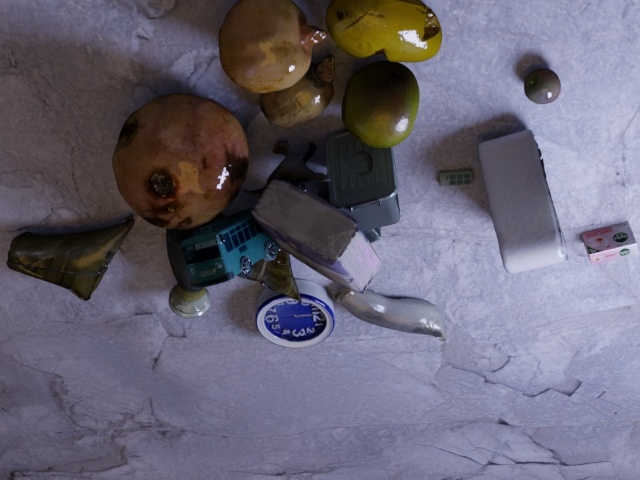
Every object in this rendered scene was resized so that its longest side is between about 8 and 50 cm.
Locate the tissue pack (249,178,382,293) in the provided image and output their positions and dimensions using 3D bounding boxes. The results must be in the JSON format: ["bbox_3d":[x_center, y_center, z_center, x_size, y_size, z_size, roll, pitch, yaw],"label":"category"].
[{"bbox_3d":[0.000,0.000,1.885,0.242,0.125,0.343,29,172,19],"label":"tissue pack"}]

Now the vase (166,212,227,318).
[{"bbox_3d":[-0.339,0.071,2.160,0.173,0.173,0.321,11,137,-9],"label":"vase"}]

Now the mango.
[{"bbox_3d":[0.137,-0.448,1.680,0.262,0.130,0.167,10,138,-14],"label":"mango"}]

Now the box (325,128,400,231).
[{"bbox_3d":[0.108,-0.142,1.903,0.163,0.243,0.135,-13,143,11],"label":"box"}]

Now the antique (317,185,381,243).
[{"bbox_3d":[0.079,-0.062,2.071,0.086,0.088,0.183,-27,128,25],"label":"antique"}]

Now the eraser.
[{"bbox_3d":[0.489,-0.057,1.917,0.150,0.331,0.331,-16,131,16],"label":"eraser"}]

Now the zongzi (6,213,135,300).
[{"bbox_3d":[-0.667,-0.001,2.132,0.260,0.123,0.289,25,119,-17],"label":"zongzi"}]

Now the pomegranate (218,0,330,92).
[{"bbox_3d":[-0.113,-0.408,1.674,0.207,0.207,0.207,1,133,1],"label":"pomegranate"}]

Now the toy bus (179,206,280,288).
[{"bbox_3d":[-0.216,0.013,1.939,0.128,0.256,0.147,-14,100,29],"label":"toy bus"}]

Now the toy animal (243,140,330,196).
[{"bbox_3d":[-0.088,-0.156,1.939,0.197,0.160,0.272,-1,158,-4],"label":"toy animal"}]

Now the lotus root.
[{"bbox_3d":[-0.043,-0.333,1.801,0.221,0.118,0.125,-28,144,28],"label":"lotus root"}]

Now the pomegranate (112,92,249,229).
[{"bbox_3d":[-0.320,-0.180,1.843,0.322,0.322,0.322,1,133,1],"label":"pomegranate"}]

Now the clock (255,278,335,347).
[{"bbox_3d":[-0.073,0.214,2.341,0.230,0.083,0.230,0,131,0],"label":"clock"}]

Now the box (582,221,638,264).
[{"bbox_3d":[0.762,0.008,2.123,0.125,0.089,0.043,-15,131,13],"label":"box"}]

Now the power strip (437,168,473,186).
[{"bbox_3d":[0.339,-0.157,2.023,0.090,0.016,0.040,-5,133,5],"label":"power strip"}]

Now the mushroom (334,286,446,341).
[{"bbox_3d":[0.207,0.207,2.319,0.351,0.097,0.109,16,131,-10],"label":"mushroom"}]

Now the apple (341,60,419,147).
[{"bbox_3d":[0.129,-0.298,1.777,0.157,0.196,0.196,7,133,-7],"label":"apple"}]

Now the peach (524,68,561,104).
[{"bbox_3d":[0.498,-0.344,1.803,0.083,0.083,0.083,1,133,1],"label":"peach"}]

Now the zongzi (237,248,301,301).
[{"bbox_3d":[-0.091,0.033,2.143,0.241,0.111,0.247,28,122,-19],"label":"zongzi"}]
